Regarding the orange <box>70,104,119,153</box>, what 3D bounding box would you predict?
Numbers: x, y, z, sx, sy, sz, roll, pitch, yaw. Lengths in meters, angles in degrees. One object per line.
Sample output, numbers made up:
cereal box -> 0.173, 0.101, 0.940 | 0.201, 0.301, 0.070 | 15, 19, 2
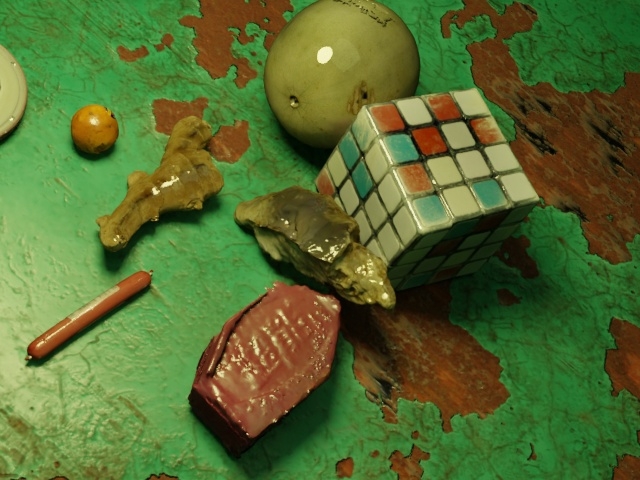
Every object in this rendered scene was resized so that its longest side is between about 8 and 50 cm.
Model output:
orange -> -0.381, -0.187, 1.702 | 0.083, 0.083, 0.084 | 10, 58, -17

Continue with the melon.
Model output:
melon -> 0.046, -0.312, 1.840 | 0.268, 0.268, 0.330 | 46, 46, 8

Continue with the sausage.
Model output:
sausage -> -0.354, 0.112, 1.566 | 0.253, 0.034, 0.034 | -36, 79, -34

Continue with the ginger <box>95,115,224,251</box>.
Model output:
ginger -> -0.261, -0.088, 1.692 | 0.148, 0.081, 0.334 | 37, 53, 7

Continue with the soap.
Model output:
soap -> -0.077, 0.183, 1.594 | 0.289, 0.112, 0.182 | -36, 82, -35

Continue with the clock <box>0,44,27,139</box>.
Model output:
clock -> -0.606, -0.251, 1.662 | 0.244, 0.056, 0.244 | 11, 58, -18

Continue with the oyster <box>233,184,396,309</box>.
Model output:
oyster -> -0.003, -0.002, 1.669 | 0.166, 0.110, 0.341 | -24, 45, -21

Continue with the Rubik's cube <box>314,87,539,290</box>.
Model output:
Rubik's cube -> 0.177, -0.083, 1.763 | 0.253, 0.259, 0.256 | -13, 66, -26
